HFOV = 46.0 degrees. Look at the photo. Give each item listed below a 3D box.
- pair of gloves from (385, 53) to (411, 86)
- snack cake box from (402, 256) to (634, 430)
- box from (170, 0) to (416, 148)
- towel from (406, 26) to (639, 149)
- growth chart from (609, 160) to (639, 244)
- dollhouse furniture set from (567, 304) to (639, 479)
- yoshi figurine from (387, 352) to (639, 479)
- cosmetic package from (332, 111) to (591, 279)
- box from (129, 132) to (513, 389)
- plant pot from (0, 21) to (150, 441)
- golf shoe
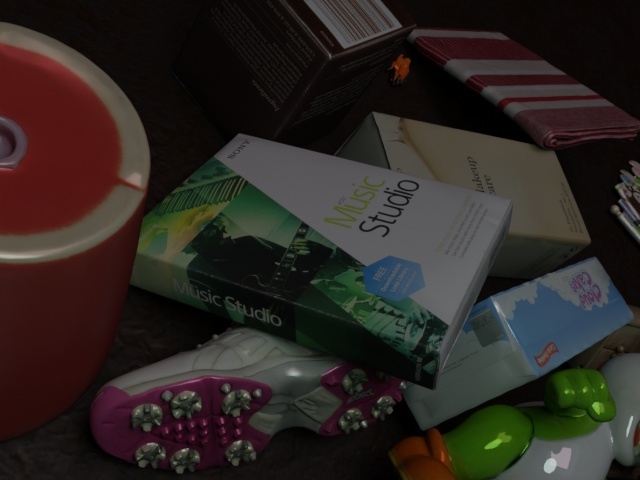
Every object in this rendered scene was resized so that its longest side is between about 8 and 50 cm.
[{"bbox_3d":[0.097,-0.268,1.133,0.083,0.010,0.074,31,49,-8],"label":"pair of gloves"},{"bbox_3d":[0.213,0.105,0.825,0.264,0.152,0.089,-11,69,-49],"label":"snack cake box"},{"bbox_3d":[-0.035,-0.226,0.883,0.167,0.203,0.168,51,47,7],"label":"box"},{"bbox_3d":[0.302,-0.241,1.162,0.237,0.037,0.329,-8,42,-36],"label":"towel"},{"bbox_3d":[0.569,-0.051,1.289,0.172,0.021,0.237,48,46,5],"label":"growth chart"},{"bbox_3d":[0.436,0.193,0.908,0.161,0.212,0.242,13,29,-26],"label":"dollhouse furniture set"},{"bbox_3d":[0.262,0.208,0.691,0.362,0.203,0.203,-22,65,-10],"label":"yoshi figurine"},{"bbox_3d":[0.180,-0.049,0.968,0.309,0.113,0.160,5,57,-32],"label":"cosmetic package"},{"bbox_3d":[0.000,0.000,0.738,0.322,0.058,0.232,15,40,21],"label":"box"},{"bbox_3d":[-0.257,-0.010,0.563,0.275,0.243,0.275,17,53,-23],"label":"plant pot"},{"bbox_3d":[-0.068,0.125,0.708,0.306,0.115,0.140,-3,35,-30],"label":"golf shoe"}]
